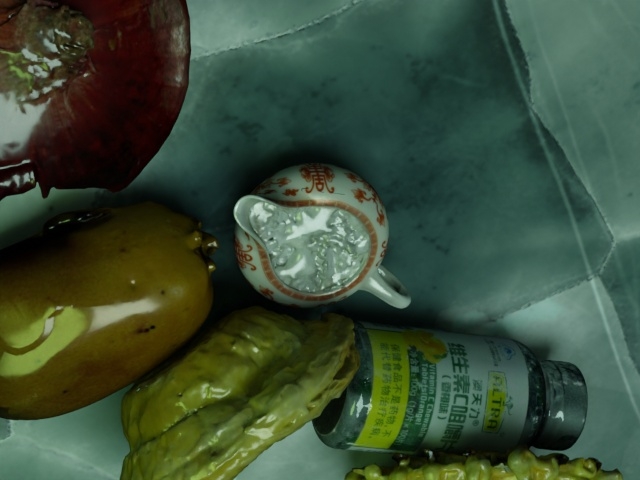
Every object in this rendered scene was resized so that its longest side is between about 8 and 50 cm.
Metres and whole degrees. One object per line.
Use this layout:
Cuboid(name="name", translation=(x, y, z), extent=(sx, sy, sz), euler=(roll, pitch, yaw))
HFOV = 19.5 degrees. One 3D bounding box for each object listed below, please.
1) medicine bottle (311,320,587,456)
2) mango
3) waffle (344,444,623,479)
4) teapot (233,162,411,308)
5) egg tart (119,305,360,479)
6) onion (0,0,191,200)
Cuboid(name="medicine bottle", translation=(0.144, 0.170, 2.046), extent=(0.293, 0.141, 0.141), euler=(8, 119, -21))
Cuboid(name="mango", translation=(-0.233, 0.069, 1.867), extent=(0.287, 0.153, 0.201), euler=(-29, 147, 11))
Cuboid(name="waffle", translation=(0.176, 0.281, 2.061), extent=(0.329, 0.062, 0.329), euler=(0, 163, 0))
Cuboid(name="teapot", translation=(0.000, 0.000, 1.916), extent=(0.245, 0.116, 0.159), euler=(26, 99, -26))
Cuboid(name="egg tart", translation=(-0.105, 0.158, 1.908), extent=(0.319, 0.319, 0.128), euler=(-37, 97, 8))
Cuboid(name="onion", translation=(-0.275, -0.189, 1.610), extent=(0.341, 0.341, 0.341), euler=(-7, 123, -12))
